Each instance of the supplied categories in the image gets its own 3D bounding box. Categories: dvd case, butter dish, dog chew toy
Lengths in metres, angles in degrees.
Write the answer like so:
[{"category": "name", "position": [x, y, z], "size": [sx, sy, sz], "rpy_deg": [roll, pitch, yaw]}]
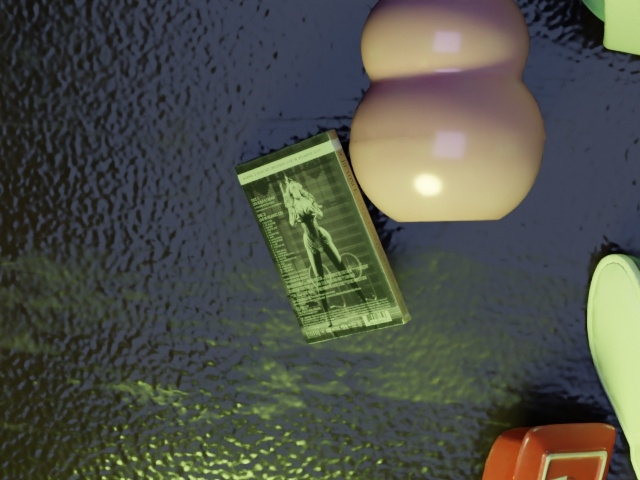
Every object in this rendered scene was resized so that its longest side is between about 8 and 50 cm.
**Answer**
[{"category": "dvd case", "position": [0.000, 0.000, 1.522], "size": [0.164, 0.018, 0.221], "rpy_deg": [-17, 98, 48]}, {"category": "butter dish", "position": [0.234, 0.267, 1.545], "size": [0.159, 0.118, 0.160], "rpy_deg": [5, 101, -41]}, {"category": "dog chew toy", "position": [0.130, -0.186, 1.454], "size": [0.206, 0.206, 0.332], "rpy_deg": [-2, 91, 4]}]

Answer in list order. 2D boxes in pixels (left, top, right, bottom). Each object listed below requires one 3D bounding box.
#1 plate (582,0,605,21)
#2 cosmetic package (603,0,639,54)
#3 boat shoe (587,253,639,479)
[{"category": "plate", "position": [0.363, -0.318, 1.505], "size": [0.188, 0.024, 0.188], "rpy_deg": [0, 97, 3]}, {"category": "cosmetic package", "position": [0.450, -0.333, 1.265], "size": [0.327, 0.393, 0.330], "rpy_deg": [12, 90, 12]}, {"category": "boat shoe", "position": [0.387, 0.162, 1.536], "size": [0.099, 0.116, 0.320], "rpy_deg": [-17, 90, -27]}]
